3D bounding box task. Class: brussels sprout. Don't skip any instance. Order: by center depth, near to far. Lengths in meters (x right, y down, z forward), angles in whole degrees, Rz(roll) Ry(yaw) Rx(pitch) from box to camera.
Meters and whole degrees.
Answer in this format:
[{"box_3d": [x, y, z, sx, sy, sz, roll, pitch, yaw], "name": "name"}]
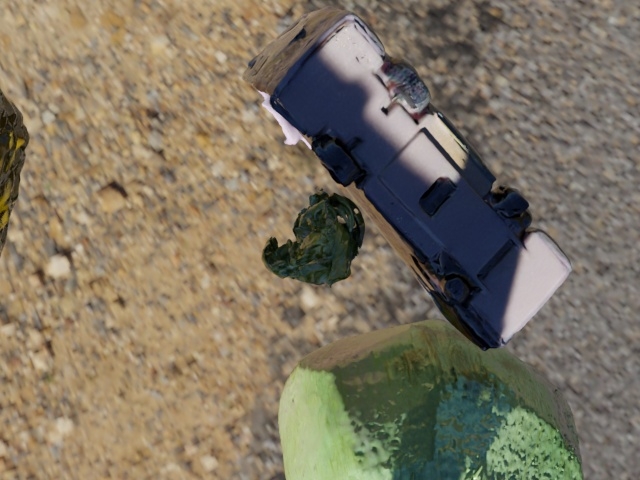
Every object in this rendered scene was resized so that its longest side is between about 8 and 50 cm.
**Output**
[{"box_3d": [0.000, 0.000, 1.108, 0.058, 0.085, 0.085, 33, 99, -41], "name": "brussels sprout"}]

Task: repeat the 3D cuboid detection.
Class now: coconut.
[{"box_3d": [0.104, 0.213, 1.435, 0.328, 0.328, 0.281, 5, 132, -24], "name": "coconut"}]

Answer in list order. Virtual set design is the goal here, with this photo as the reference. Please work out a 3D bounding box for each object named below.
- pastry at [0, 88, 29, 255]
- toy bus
[{"box_3d": [-0.214, 0.018, 0.624, 0.132, 0.235, 0.240, 14, 93, -6], "name": "pastry"}, {"box_3d": [0.066, -0.054, 1.186, 0.112, 0.138, 0.317, -45, 118, -6], "name": "toy bus"}]
